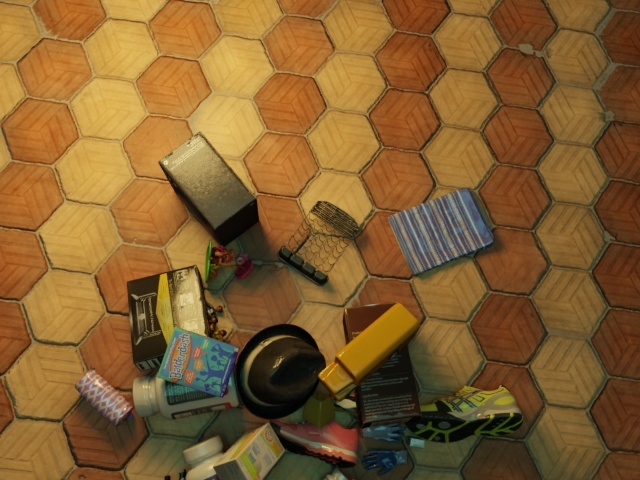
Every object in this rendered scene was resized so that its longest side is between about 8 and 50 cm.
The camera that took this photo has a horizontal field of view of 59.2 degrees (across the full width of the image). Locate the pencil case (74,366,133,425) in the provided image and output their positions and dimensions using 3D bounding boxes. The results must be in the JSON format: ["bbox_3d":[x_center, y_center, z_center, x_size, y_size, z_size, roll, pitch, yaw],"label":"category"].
[{"bbox_3d":[-0.707,0.513,1.841,0.206,0.088,0.086,42,71,6],"label":"pencil case"}]

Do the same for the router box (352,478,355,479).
[{"bbox_3d":[0.069,0.980,1.757,0.336,0.082,0.301,-36,98,-10],"label":"router box"}]

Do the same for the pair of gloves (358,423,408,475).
[{"bbox_3d":[0.213,0.685,1.883,0.160,0.023,0.198,-7,90,3],"label":"pair of gloves"}]

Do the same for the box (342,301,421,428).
[{"bbox_3d":[0.193,0.409,1.856,0.191,0.143,0.381,-6,65,-4],"label":"box"}]

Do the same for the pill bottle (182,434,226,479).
[{"bbox_3d":[-0.321,0.779,1.769,0.169,0.169,0.301,-23,81,-8],"label":"pill bottle"}]

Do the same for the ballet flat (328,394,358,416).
[{"bbox_3d":[0.136,0.563,1.895,0.233,0.073,0.080,9,76,-2],"label":"ballet flat"}]

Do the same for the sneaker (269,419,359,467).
[{"bbox_3d":[-0.019,0.642,1.867,0.314,0.115,0.136,18,53,3],"label":"sneaker"}]

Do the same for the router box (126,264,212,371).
[{"bbox_3d":[-0.499,0.250,1.861,0.243,0.081,0.308,-13,57,-6],"label":"router box"}]

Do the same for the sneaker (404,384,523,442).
[{"bbox_3d":[0.471,0.579,1.901,0.385,0.145,0.147,-4,38,5],"label":"sneaker"}]

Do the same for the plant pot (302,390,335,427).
[{"bbox_3d":[-0.003,0.548,1.850,0.081,0.082,0.083,-16,119,-44],"label":"plant pot"}]

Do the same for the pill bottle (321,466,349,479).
[{"bbox_3d":[0.028,0.813,1.831,0.078,0.078,0.137,43,78,6],"label":"pill bottle"}]

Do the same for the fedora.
[{"bbox_3d":[-0.100,0.422,1.804,0.334,0.153,0.333,5,82,-35],"label":"fedora"}]

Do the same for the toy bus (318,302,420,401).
[{"bbox_3d":[0.149,0.345,1.738,0.333,0.130,0.108,-37,69,-18],"label":"toy bus"}]

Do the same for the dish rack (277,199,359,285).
[{"bbox_3d":[0.000,0.000,2.011,0.208,0.074,0.271,35,76,3],"label":"dish rack"}]

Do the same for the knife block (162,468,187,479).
[{"bbox_3d":[-0.457,0.887,1.791,0.088,0.242,0.275,-3,123,-3],"label":"knife block"}]

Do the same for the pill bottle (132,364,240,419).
[{"bbox_3d":[-0.429,0.478,1.823,0.319,0.176,0.176,-10,79,-6],"label":"pill bottle"}]

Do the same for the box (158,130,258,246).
[{"bbox_3d":[-0.367,-0.159,1.902,0.183,0.296,0.294,-40,83,-11],"label":"box"}]

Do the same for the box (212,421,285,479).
[{"bbox_3d":[-0.217,0.674,1.744,0.103,0.203,0.114,-29,91,29],"label":"box"}]

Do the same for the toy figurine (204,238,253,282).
[{"bbox_3d":[-0.311,0.072,1.941,0.159,0.173,0.130,4,40,-15],"label":"toy figurine"}]

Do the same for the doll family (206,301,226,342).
[{"bbox_3d":[-0.375,0.296,1.919,0.112,0.076,0.192,-19,77,-3],"label":"doll family"}]

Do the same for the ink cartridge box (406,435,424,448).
[{"bbox_3d":[0.318,0.674,1.878,0.048,0.083,0.028,10,78,-2],"label":"ink cartridge box"}]

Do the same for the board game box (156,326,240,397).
[{"bbox_3d":[-0.372,0.373,1.728,0.211,0.047,0.160,17,82,-2],"label":"board game box"}]

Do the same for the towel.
[{"bbox_3d":[0.445,-0.038,2.063,0.336,0.040,0.243,-21,79,-8],"label":"towel"}]
